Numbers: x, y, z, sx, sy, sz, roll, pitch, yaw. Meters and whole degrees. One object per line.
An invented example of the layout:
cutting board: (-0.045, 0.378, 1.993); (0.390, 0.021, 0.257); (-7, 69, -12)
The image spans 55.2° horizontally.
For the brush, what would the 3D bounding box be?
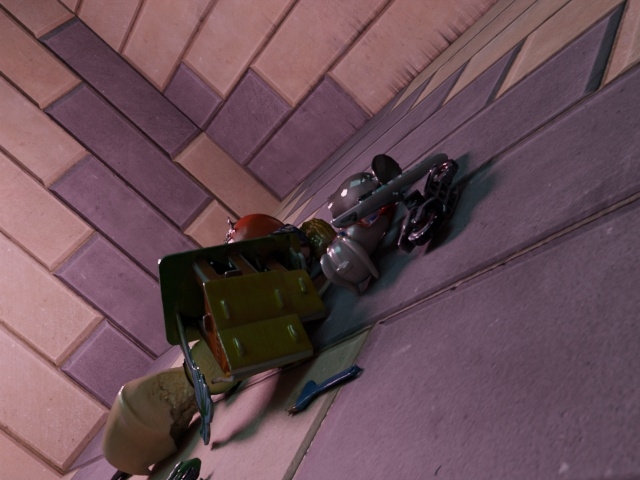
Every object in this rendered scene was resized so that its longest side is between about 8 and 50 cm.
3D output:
brush: (0.003, 0.213, 0.890); (0.164, 0.014, 0.051); (-38, 15, 42)

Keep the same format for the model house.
model house: (-0.115, 0.202, 1.166); (0.300, 0.340, 0.323); (-10, 23, -24)

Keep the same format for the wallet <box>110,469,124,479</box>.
wallet: (-0.439, 0.495, 1.665); (0.247, 0.041, 0.323); (-43, 12, 34)

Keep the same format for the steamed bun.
steamed bun: (-0.375, 0.423, 1.382); (0.200, 0.170, 0.226); (-12, -39, -47)

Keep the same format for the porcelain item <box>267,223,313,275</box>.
porcelain item: (-0.128, 0.090, 1.430); (0.288, 0.138, 0.186); (-59, 18, 9)

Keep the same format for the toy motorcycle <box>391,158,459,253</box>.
toy motorcycle: (0.172, -0.059, 1.042); (0.122, 0.080, 0.215); (-39, 17, 42)

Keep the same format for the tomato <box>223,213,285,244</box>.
tomato: (-0.170, 0.054, 1.628); (0.256, 0.224, 0.256); (-159, 90, -78)

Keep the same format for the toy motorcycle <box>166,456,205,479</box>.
toy motorcycle: (-0.264, 0.446, 1.004); (0.190, 0.074, 0.106); (-49, 1, -8)

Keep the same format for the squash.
squash: (-0.235, 0.273, 1.453); (0.137, 0.137, 0.287); (-48, 1, -4)

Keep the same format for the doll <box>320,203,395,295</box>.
doll: (0.073, 0.001, 1.221); (0.188, 0.099, 0.384); (-45, 7, 17)

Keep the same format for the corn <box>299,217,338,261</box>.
corn: (0.000, 0.000, 1.536); (0.097, 0.097, 0.320); (-48, 12, 1)

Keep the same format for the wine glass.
wine glass: (0.105, -0.124, 1.544); (0.222, 0.103, 0.103); (-37, 14, 49)

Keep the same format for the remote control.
remote control: (0.143, -0.094, 1.176); (0.293, 0.051, 0.103); (-30, -1, -41)
